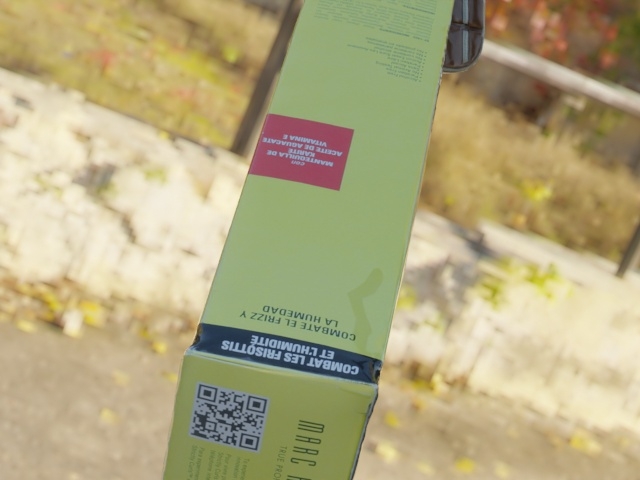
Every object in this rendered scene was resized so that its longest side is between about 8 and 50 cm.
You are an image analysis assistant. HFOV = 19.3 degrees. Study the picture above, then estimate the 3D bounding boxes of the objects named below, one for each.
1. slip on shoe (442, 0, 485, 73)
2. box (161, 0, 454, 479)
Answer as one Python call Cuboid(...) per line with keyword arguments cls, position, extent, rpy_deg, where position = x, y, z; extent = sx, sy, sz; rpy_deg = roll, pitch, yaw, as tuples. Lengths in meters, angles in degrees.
Cuboid(cls="slip on shoe", position=(0.068, -0.155, 0.983), extent=(0.051, 0.135, 0.041), rpy_deg=(1, 3, -18))
Cuboid(cls="box", position=(0.000, 0.000, 0.625), extent=(0.058, 0.087, 0.232), rpy_deg=(13, 38, 2))
